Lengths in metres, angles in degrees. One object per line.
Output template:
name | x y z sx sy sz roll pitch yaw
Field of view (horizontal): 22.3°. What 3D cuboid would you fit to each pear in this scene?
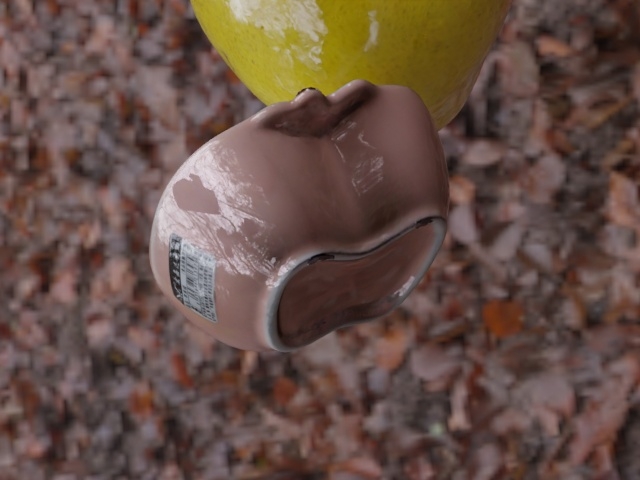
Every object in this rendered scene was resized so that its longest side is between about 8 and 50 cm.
pear | 0.024 -0.207 1.339 0.285 0.285 0.336 51 153 38

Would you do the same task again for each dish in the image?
dish | 0.000 0.000 1.028 0.090 0.213 0.213 53 130 29
